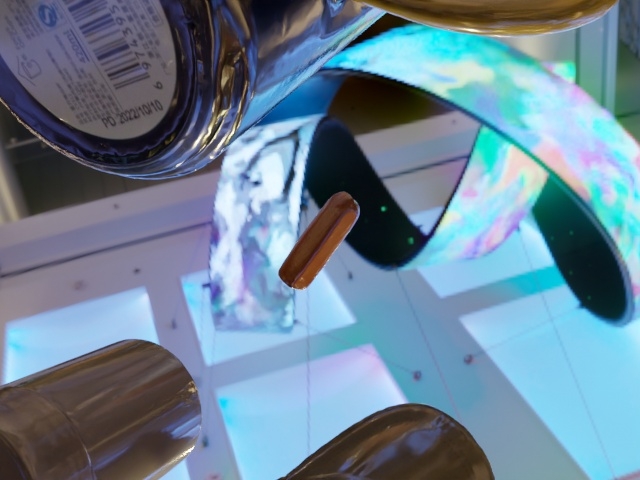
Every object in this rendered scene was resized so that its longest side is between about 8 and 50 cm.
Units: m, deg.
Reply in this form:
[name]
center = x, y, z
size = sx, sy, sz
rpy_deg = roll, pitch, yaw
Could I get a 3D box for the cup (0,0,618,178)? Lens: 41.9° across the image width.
[cup]
center = -0.010, -0.159, 0.390
size = 0.255, 0.178, 0.256
rpy_deg = -4, -148, 36

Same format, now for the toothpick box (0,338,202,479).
[toothpick box]
center = -0.168, 0.137, 0.551
size = 0.111, 0.111, 0.181
rpy_deg = 4, -171, 21

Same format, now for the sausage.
[sausage]
center = 0.000, 0.000, 0.973
size = 0.041, 0.131, 0.039
rpy_deg = 25, -161, -35

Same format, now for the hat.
[hat]
center = 0.049, 0.225, 0.697
size = 0.173, 0.166, 0.144
rpy_deg = -37, 173, -19
